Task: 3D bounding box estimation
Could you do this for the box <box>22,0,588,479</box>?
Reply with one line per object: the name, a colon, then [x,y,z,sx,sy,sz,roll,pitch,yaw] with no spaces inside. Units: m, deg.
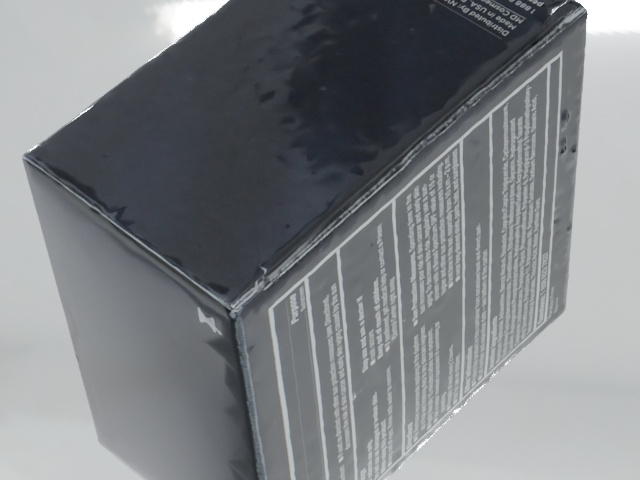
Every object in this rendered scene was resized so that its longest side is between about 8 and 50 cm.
box: [0.000,0.000,1.146,0.182,0.294,0.296,33,-30,27]
